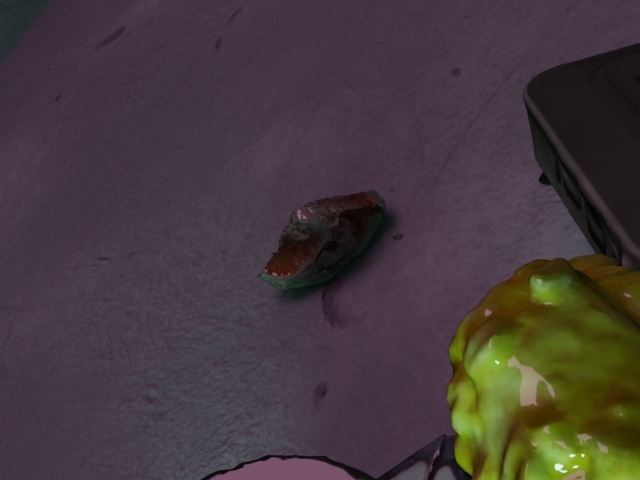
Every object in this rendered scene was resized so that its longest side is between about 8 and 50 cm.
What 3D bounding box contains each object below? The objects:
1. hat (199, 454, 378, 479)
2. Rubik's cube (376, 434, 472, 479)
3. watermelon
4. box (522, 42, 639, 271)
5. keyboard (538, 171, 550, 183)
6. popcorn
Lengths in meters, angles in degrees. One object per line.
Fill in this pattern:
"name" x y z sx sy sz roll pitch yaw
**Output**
"hat" -0.100 0.307 0.643 0.382 0.257 0.366 -9 18 -3
"Rubik's cube" 0.089 0.337 0.737 0.260 0.259 0.255 -37 32 11
"watermelon" 0.000 0.000 1.346 0.187 0.139 0.071 -38 67 2
"box" 0.401 -0.090 0.932 0.397 0.111 0.396 -16 29 1
"keyboard" 0.315 -0.080 1.220 0.155 0.010 0.053 7 56 48
"popcorn" 0.191 0.113 0.686 0.233 0.192 0.266 7 31 3
